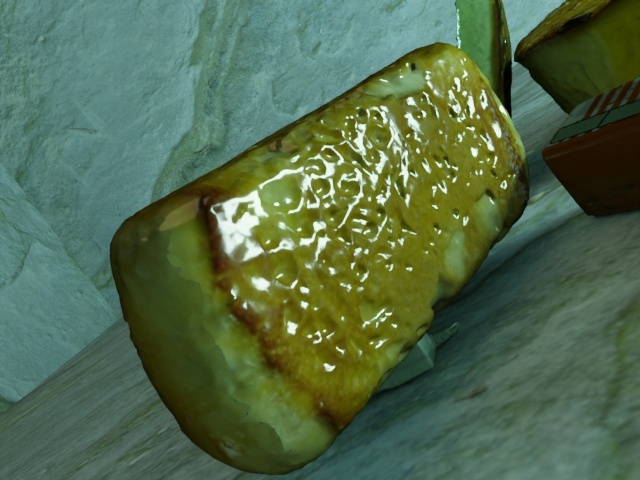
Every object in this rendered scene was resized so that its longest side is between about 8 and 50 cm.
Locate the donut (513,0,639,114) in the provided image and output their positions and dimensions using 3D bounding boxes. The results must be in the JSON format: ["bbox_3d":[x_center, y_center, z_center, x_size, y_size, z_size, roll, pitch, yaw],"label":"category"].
[{"bbox_3d":[0.435,-0.281,0.752,0.378,0.163,0.435,-34,10,13],"label":"donut"}]

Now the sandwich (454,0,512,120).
[{"bbox_3d":[0.218,-0.166,0.798,0.063,0.245,0.212,2,-8,23],"label":"sandwich"}]

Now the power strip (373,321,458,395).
[{"bbox_3d":[0.028,0.111,0.499,0.191,0.030,0.047,-32,9,18],"label":"power strip"}]

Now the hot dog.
[{"bbox_3d":[-0.001,-0.002,0.508,0.223,0.185,0.405,-24,12,48],"label":"hot dog"}]

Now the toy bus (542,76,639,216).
[{"bbox_3d":[0.312,-0.094,0.366,0.092,0.093,0.409,-45,10,-20],"label":"toy bus"}]
